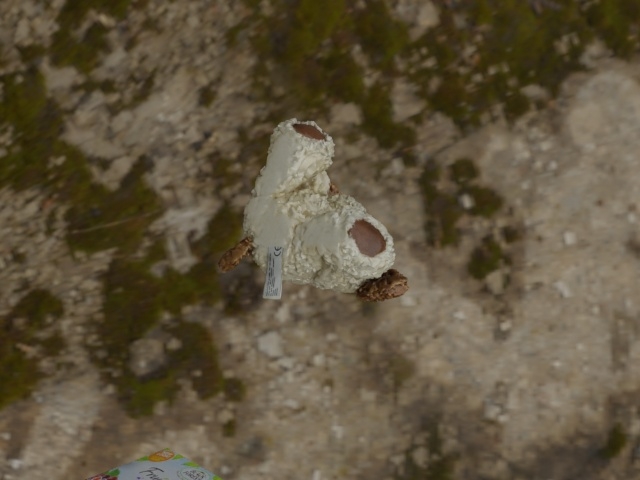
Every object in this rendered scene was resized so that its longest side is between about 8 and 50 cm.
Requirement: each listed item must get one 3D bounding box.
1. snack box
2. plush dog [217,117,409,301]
[{"bbox_3d":[-0.130,0.220,1.220,0.100,0.141,0.037,-16,110,-33],"label":"snack box"},{"bbox_3d":[0.000,0.000,1.998,0.225,0.210,0.262,24,30,-53],"label":"plush dog"}]
